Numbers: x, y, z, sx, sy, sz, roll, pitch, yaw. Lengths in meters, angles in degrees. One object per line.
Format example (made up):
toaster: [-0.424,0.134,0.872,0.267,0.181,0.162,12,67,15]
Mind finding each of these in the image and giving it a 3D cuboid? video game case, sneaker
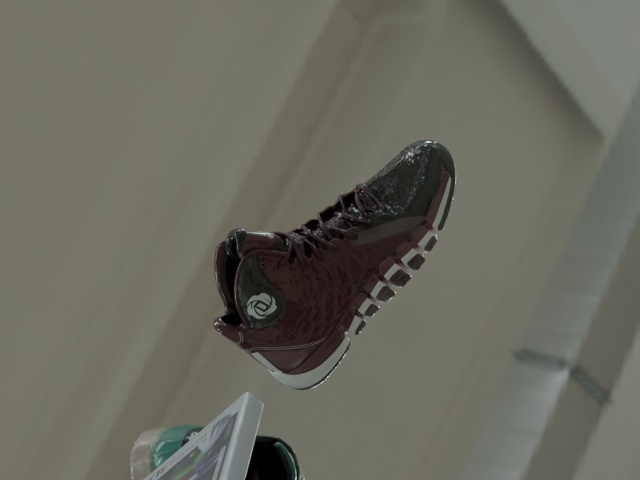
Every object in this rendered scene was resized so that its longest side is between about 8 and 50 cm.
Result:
video game case: [-0.120,0.217,1.243,0.022,0.173,0.190,41,-155,-15]
sneaker: [-0.058,0.269,1.698,0.302,0.121,0.108,35,-126,-47]
sneaker: [0.000,0.000,1.564,0.162,0.106,0.281,32,-86,-31]
